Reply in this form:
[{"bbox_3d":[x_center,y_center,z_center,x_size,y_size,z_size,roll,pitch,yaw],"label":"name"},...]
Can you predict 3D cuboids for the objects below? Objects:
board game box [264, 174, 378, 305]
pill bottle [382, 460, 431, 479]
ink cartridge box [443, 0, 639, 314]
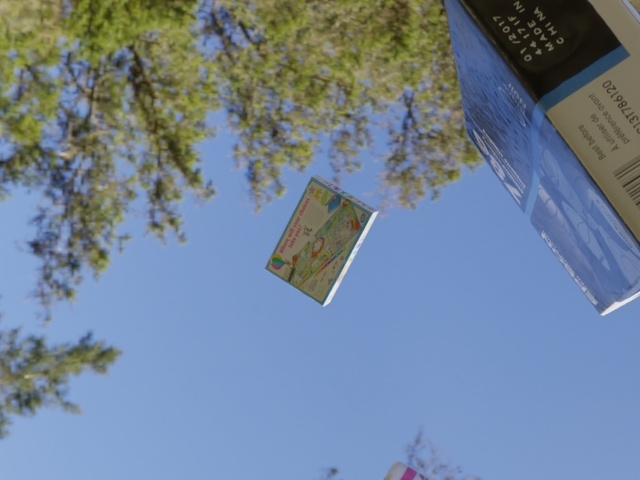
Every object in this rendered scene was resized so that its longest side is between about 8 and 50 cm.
[{"bbox_3d":[0.000,0.000,1.308,0.103,0.026,0.154,32,-72,13],"label":"board game box"},{"bbox_3d":[0.172,0.413,1.149,0.283,0.160,0.160,32,-70,11],"label":"pill bottle"},{"bbox_3d":[0.150,-0.044,0.548,0.065,0.333,0.165,-35,-105,6],"label":"ink cartridge box"}]
